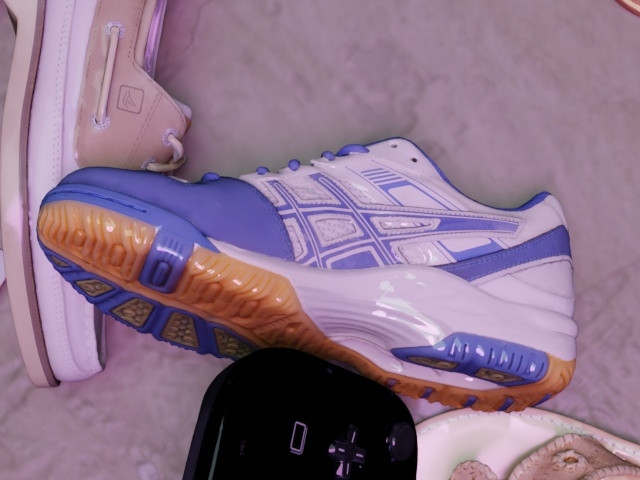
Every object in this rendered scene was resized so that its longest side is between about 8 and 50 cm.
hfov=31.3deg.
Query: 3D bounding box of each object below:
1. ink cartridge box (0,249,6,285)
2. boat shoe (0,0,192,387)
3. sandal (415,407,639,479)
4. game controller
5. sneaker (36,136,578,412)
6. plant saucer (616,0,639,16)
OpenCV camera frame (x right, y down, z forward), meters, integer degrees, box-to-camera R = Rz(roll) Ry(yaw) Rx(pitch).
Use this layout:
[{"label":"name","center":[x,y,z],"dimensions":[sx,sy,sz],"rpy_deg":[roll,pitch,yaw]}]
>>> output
[{"label":"ink cartridge box","center":[-0.315,0.084,0.689],"dimensions":[0.189,0.066,0.232],"rpy_deg":[22,62,9]},{"label":"boat shoe","center":[-0.125,-0.067,0.653],"dimensions":[0.103,0.113,0.302],"rpy_deg":[0,91,-9]},{"label":"sandal","center":[0.149,0.141,0.612],"dimensions":[0.240,0.079,0.088],"rpy_deg":[11,82,7]},{"label":"game controller","center":[-0.026,0.216,0.552],"dimensions":[0.067,0.166,0.319],"rpy_deg":[2,73,30]},{"label":"sneaker","center":[0.000,0.000,0.622],"dimensions":[0.296,0.112,0.131],"rpy_deg":[16,65,-16]},{"label":"plant saucer","center":[0.211,-0.174,0.693],"dimensions":[0.083,0.013,0.083],"rpy_deg":[-1,80,4]}]
